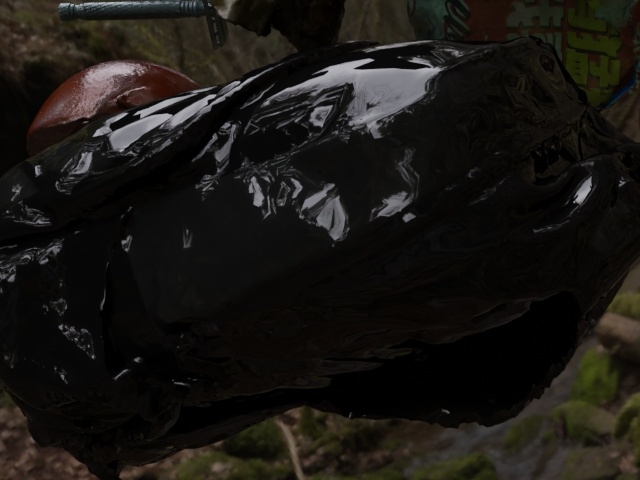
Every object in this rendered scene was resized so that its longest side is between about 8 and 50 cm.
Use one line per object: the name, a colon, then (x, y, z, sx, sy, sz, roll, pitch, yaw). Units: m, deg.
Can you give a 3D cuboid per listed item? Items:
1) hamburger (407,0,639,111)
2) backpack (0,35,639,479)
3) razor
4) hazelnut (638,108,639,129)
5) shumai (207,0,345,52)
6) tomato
hamburger: (0.232, -0.250, 0.955, 0.150, 0.276, 0.260, -62, -3, -30)
backpack: (0.000, 0.000, 0.596, 0.445, 0.255, 0.363, -15, 12, 40)
razor: (-0.250, -0.325, 1.277, 0.232, 0.068, 0.106, 1, -31, 3)
hazelnut: (0.578, -0.185, 1.325, 0.229, 0.229, 0.229, -27, 6, 3)
shumai: (-0.042, -0.202, 0.660, 0.105, 0.139, 0.123, -1, 3, -20)
tomato: (-0.206, -0.131, 0.961, 0.199, 0.112, 0.228, 10, -19, -35)
